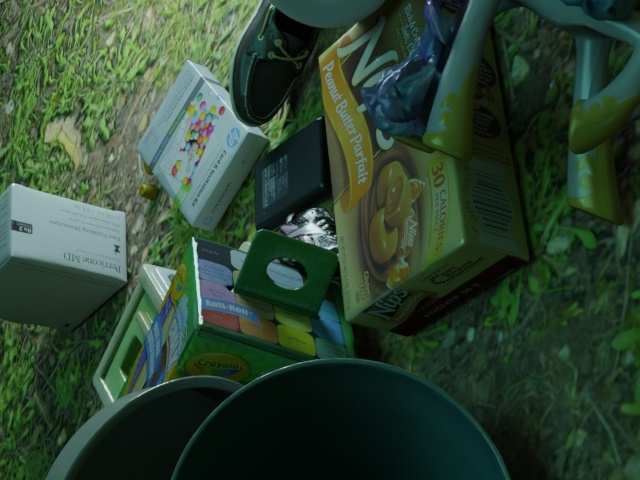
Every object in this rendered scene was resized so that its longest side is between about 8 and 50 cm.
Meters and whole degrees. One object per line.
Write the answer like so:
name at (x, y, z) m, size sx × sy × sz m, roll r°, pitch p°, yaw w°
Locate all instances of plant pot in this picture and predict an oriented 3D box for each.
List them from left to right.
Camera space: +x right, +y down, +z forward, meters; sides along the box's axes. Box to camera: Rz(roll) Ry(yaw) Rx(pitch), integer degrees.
plant pot at (0.017, 0.272, 1.198) m, size 0.195 × 0.290 × 0.290 m, roll 89°, pitch 179°, yaw -65°

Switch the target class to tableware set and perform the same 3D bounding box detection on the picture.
tableware set at (-0.198, -0.102, 1.852) m, size 0.154 × 0.024 × 0.104 m, roll -34°, pitch 54°, yaw 43°

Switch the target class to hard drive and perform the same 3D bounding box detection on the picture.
hard drive at (-0.030, -0.075, 1.592) m, size 0.135 × 0.022 × 0.094 m, roll -31°, pitch 53°, yaw 47°

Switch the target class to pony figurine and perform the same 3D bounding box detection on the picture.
pony figurine at (0.176, -0.239, 1.178) m, size 0.351 × 0.303 × 0.364 m, roll 23°, pitch 93°, yaw 24°

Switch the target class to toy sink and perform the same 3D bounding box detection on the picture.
toy sink at (-0.151, 0.118, 1.592) m, size 0.234 × 0.131 × 0.153 m, roll -62°, pitch 36°, yaw 18°

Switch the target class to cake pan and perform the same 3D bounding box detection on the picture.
cake pan at (-0.142, 0.260, 1.238) m, size 0.054 × 0.293 × 0.293 m, roll 12°, pitch 87°, yaw 45°

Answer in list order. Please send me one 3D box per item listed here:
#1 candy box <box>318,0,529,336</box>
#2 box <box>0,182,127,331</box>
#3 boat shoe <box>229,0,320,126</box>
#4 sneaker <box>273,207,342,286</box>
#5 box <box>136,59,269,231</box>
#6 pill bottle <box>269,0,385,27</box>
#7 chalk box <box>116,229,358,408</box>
candy box at (0.094, -0.089, 1.356) m, size 0.183 × 0.087 × 0.317 m, roll -36°, pitch 49°, yaw 44°
box at (-0.391, 0.029, 1.934) m, size 0.182 × 0.181 × 0.119 m, roll -36°, pitch 50°, yaw 43°
boat shoe at (-0.044, -0.243, 1.625) m, size 0.068 × 0.081 × 0.228 m, roll 16°, pitch 88°, yaw 61°
sneaker at (0.000, 0.000, 1.480) m, size 0.178 × 0.072 × 0.077 m, roll 7°, pitch 72°, yaw 51°
box at (-0.153, -0.122, 1.752) m, size 0.145 × 0.038 × 0.186 m, roll -57°, pitch 45°, yaw 18°
pill bottle at (0.015, -0.334, 1.451) m, size 0.152 × 0.152 × 0.272 m, roll -57°, pitch 11°, yaw 25°
chalk box at (-0.077, 0.127, 1.391) m, size 0.179 × 0.180 × 0.289 m, roll -102°, pitch 35°, yaw -59°
